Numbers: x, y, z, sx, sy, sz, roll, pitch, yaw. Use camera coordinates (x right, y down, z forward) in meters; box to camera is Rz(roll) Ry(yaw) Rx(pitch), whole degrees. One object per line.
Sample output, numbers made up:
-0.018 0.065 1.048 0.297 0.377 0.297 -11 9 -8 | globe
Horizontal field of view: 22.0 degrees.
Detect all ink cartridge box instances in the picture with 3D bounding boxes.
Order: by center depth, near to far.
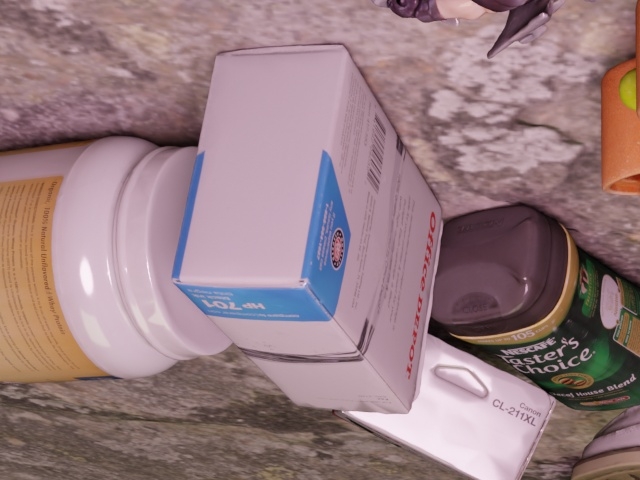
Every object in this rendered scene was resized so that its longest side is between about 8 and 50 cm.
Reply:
0.000 0.000 0.919 0.082 0.140 0.191 1 155 20 | ink cartridge box
0.079 0.115 1.140 0.127 0.072 0.175 26 174 2 | ink cartridge box

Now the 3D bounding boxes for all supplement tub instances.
-0.154 0.014 0.993 0.199 0.144 0.144 -5 153 28 | supplement tub

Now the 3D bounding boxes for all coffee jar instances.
0.146 0.045 1.049 0.096 0.079 0.184 -12 149 38 | coffee jar

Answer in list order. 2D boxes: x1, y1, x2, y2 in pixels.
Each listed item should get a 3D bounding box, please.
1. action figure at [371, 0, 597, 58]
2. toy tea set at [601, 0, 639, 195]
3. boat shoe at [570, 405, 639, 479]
0.015 -0.148 0.651 0.285 0.099 0.185 9 149 -10 | action figure
0.217 -0.052 0.679 0.200 0.124 0.336 -7 170 0 | toy tea set
0.290 0.120 1.140 0.113 0.103 0.302 25 152 -23 | boat shoe
